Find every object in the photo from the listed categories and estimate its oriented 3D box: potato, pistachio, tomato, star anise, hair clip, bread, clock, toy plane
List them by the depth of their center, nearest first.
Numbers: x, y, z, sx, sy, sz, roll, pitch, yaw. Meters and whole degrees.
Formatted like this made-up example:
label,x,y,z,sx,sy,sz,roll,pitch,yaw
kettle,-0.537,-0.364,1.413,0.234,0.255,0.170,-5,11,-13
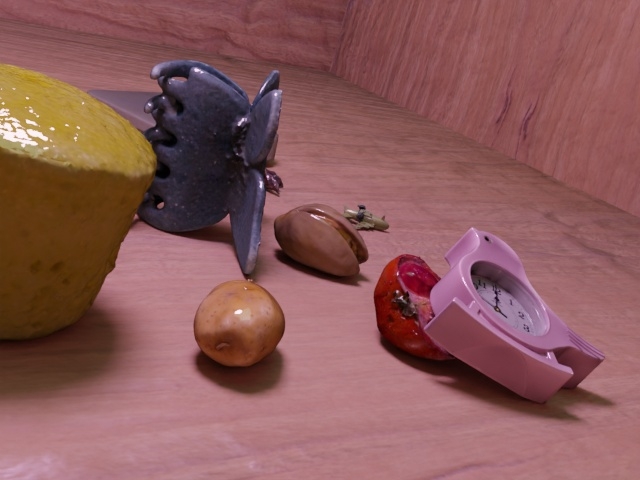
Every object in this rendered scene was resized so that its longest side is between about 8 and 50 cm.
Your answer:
label,x,y,z,sx,sy,sz,roll,pitch,yaw
bread,-0.402,-0.056,1.179,0.348,0.307,0.348,20,14,-5
potato,-0.108,0.110,1.256,0.118,0.109,0.178,-5,11,7
clock,0.313,0.125,1.457,0.290,0.080,0.275,34,31,-9
tomato,0.148,0.121,1.471,0.173,0.099,0.189,11,51,-56
hair clip,-0.204,-0.159,1.663,0.238,0.318,0.392,11,20,-6
pistachio,0.000,0.000,1.684,0.185,0.124,0.124,35,21,7
toy plane,0.098,-0.049,2.020,0.111,0.040,0.102,15,37,2
star anise,-0.143,-0.145,2.101,0.141,0.042,0.141,13,17,-4

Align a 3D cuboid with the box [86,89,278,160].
label,x,y,z,sx,sy,sz,roll,pitch,yaw
box,-0.339,-0.277,2.259,0.373,0.090,0.367,29,23,34
